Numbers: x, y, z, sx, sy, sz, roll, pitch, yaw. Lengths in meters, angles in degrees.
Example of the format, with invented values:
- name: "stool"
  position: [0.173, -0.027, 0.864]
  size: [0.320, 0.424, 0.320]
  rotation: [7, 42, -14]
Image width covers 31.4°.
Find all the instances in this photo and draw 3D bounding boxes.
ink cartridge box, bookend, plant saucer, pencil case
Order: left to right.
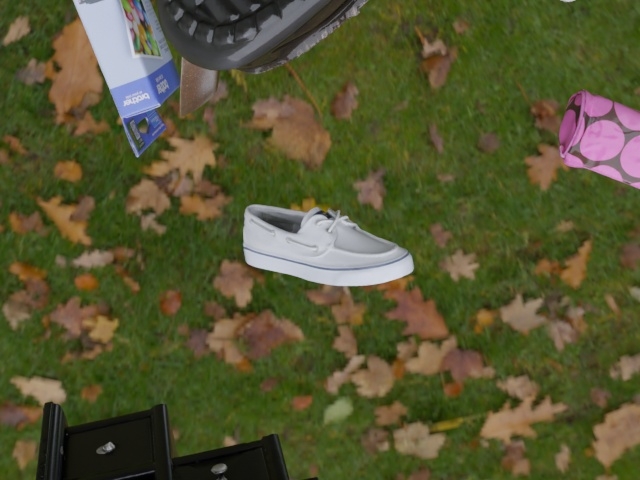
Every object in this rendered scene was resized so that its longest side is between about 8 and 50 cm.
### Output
- name: "ink cartridge box"
  position: [-0.250, -0.274, 1.443]
  size: [0.065, 0.186, 0.311]
  rotation: [-16, 105, 7]
- name: "bookend"
  position: [-0.084, 0.149, 0.678]
  size: [0.157, 0.156, 0.072]
  rotation: [-11, 112, -5]
- name: "plant saucer"
  position: [-0.113, -0.219, 1.125]
  size: [0.036, 0.198, 0.198]
  rotation: [6, 121, -5]
- name: "pencil case"
  position: [0.386, -0.103, 1.372]
  size: [0.209, 0.095, 0.098]
  rotation: [21, 103, -6]

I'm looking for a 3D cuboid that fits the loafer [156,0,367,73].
- name: "loafer"
  position: [0.030, -0.143, 0.456]
  size: [0.220, 0.080, 0.078]
  rotation: [-44, 155, -1]

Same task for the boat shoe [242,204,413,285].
- name: "boat shoe"
  position: [0.000, 0.000, 1.466]
  size: [0.258, 0.095, 0.084]
  rotation: [6, 113, 32]
